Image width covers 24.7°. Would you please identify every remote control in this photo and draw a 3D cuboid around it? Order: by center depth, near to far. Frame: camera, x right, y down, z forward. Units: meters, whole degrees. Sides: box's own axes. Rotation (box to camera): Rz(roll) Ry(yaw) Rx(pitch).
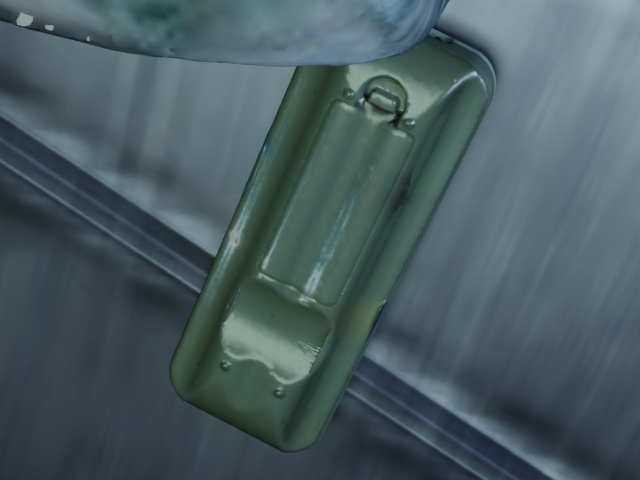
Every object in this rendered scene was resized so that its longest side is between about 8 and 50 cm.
[{"bbox_3d":[0.000,0.000,1.015,0.128,0.065,0.335,25,117,1],"label":"remote control"}]

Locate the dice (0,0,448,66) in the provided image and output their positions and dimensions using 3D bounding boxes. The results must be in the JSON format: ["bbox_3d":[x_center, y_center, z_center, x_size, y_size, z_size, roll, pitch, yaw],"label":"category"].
[{"bbox_3d":[-0.054,-0.292,0.756,0.330,0.328,0.348,20,117,7],"label":"dice"}]
